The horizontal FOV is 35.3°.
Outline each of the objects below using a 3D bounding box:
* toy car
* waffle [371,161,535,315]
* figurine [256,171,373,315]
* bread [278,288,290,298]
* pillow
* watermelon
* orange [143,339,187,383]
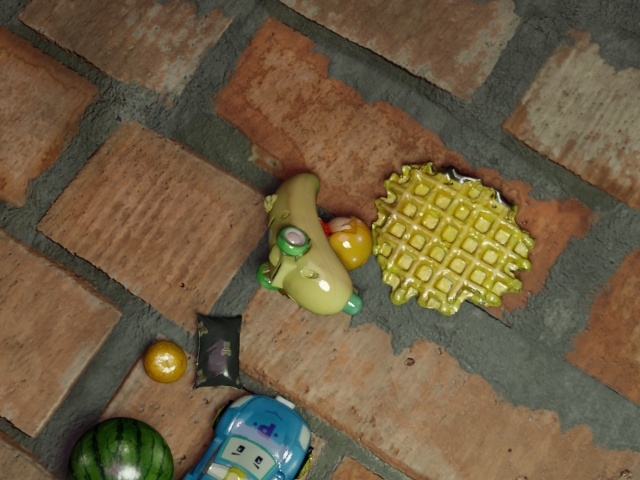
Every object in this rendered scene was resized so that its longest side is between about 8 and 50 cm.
[{"bbox_3d":[-0.144,0.417,1.793,0.198,0.166,0.314,30,79,9],"label":"toy car"},{"bbox_3d":[0.250,-0.008,1.927,0.312,0.060,0.307,-2,76,5],"label":"waffle"},{"bbox_3d":[0.000,0.000,1.887,0.222,0.124,0.324,12,44,-18],"label":"figurine"},{"bbox_3d":[-0.048,0.074,1.933,0.085,0.053,0.085,6,66,-13],"label":"bread"},{"bbox_3d":[-0.192,0.210,1.911,0.091,0.048,0.150,-2,72,7],"label":"pillow"},{"bbox_3d":[-0.354,0.417,1.787,0.188,0.188,0.214,-16,39,1],"label":"watermelon"},{"bbox_3d":[-0.294,0.230,1.903,0.083,0.070,0.083,2,77,-7],"label":"orange"}]
